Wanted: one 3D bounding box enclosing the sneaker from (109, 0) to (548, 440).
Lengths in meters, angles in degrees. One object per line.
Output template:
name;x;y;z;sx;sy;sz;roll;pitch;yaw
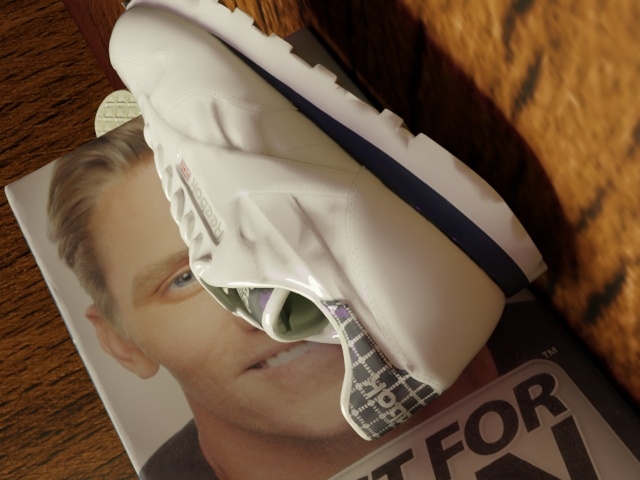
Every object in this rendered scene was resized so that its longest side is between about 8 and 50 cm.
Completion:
sneaker;-0.026;-0.025;0.421;0.235;0.095;0.090;39;-179;38

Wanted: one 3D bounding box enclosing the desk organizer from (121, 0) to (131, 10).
desk organizer;-0.102;-0.139;0.848;0.130;0.047;0.050;58;174;16

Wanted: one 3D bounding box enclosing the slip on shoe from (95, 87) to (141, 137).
slip on shoe;-0.142;-0.045;1.268;0.331;0.123;0.101;53;-158;16

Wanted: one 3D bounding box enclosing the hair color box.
hair color box;0.010;0.075;0.456;0.347;0.174;0.105;54;169;36
